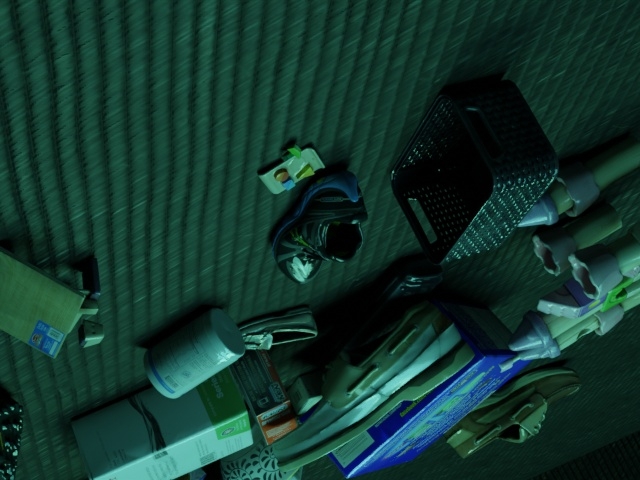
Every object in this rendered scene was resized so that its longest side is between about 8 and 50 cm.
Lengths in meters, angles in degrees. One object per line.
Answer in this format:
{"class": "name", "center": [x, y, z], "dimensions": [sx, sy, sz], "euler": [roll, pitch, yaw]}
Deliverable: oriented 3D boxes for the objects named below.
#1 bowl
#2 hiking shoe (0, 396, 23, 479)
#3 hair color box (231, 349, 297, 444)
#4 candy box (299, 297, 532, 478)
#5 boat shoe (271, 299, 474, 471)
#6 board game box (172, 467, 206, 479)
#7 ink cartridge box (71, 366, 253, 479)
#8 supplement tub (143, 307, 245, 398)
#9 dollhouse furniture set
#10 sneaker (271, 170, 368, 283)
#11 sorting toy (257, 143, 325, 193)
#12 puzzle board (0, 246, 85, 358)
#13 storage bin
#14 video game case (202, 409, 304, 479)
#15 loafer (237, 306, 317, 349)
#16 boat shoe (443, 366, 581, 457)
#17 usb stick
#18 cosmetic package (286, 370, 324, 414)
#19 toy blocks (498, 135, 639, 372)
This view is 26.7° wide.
{"class": "bowl", "center": [-0.095, 0.307, 2.025], "dimensions": [0.170, 0.080, 0.170], "euler": [-35, -161, 14]}
{"class": "hiking shoe", "center": [-0.413, 0.219, 1.500], "dimensions": [0.132, 0.113, 0.304], "euler": [6, 163, 1]}
{"class": "hair color box", "center": [-0.076, 0.213, 1.846], "dimensions": [0.053, 0.093, 0.167], "euler": [-25, 160, -6]}
{"class": "candy box", "center": [0.150, 0.215, 1.985], "dimensions": [0.268, 0.122, 0.317], "euler": [-43, 162, 12]}
{"class": "boat shoe", "center": [0.052, 0.192, 1.786], "dimensions": [0.302, 0.103, 0.113], "euler": [-34, 180, 5]}
{"class": "board game box", "center": [-0.338, 0.498, 2.090], "dimensions": [0.319, 0.066, 0.318], "euler": [-41, 169, -33]}
{"class": "ink cartridge box", "center": [-0.208, 0.258, 1.797], "dimensions": [0.219, 0.092, 0.160], "euler": [-22, 158, -10]}
{"class": "supplement tub", "center": [-0.151, 0.135, 1.609], "dimensions": [0.107, 0.071, 0.071], "euler": [-33, 158, 17]}
{"class": "dollhouse furniture set", "center": [-0.274, 0.080, 1.342], "dimensions": [0.081, 0.091, 0.114], "euler": [4, 149, -27]}
{"class": "sneaker", "center": [0.000, 0.000, 1.455], "dimensions": [0.067, 0.078, 0.188], "euler": [-14, 157, -29]}
{"class": "sorting toy", "center": [-0.031, -0.072, 1.343], "dimensions": [0.062, 0.012, 0.083], "euler": [-28, 159, 4]}
{"class": "puzzle board", "center": [-0.279, 0.058, 1.276], "dimensions": [0.128, 0.096, 0.011], "euler": [-54, -172, 52]}
{"class": "storage bin", "center": [0.158, -0.070, 1.414], "dimensions": [0.084, 0.122, 0.180], "euler": [-16, 157, -26]}
{"class": "video game case", "center": [-0.110, 0.364, 2.092], "dimensions": [0.212, 0.023, 0.193], "euler": [-34, -161, 19]}
{"class": "loafer", "center": [-0.062, 0.119, 1.717], "dimensions": [0.125, 0.039, 0.045], "euler": [-17, 158, -24]}
{"class": "boat shoe", "center": [0.379, 0.343, 2.645], "dimensions": [0.324, 0.116, 0.123], "euler": [-18, 158, -21]}
{"class": "usb stick", "center": [0.077, 0.107, 1.846], "dimensions": [0.077, 0.045, 0.278], "euler": [-4, 151, -31]}
{"class": "cosmetic package", "center": [0.013, 0.222, 2.042], "dimensions": [0.115, 0.041, 0.060], "euler": [-14, 155, -30]}
{"class": "toy blocks", "center": [0.360, 0.082, 1.740], "dimensions": [0.260, 0.309, 0.288], "euler": [-30, 159, -9]}
